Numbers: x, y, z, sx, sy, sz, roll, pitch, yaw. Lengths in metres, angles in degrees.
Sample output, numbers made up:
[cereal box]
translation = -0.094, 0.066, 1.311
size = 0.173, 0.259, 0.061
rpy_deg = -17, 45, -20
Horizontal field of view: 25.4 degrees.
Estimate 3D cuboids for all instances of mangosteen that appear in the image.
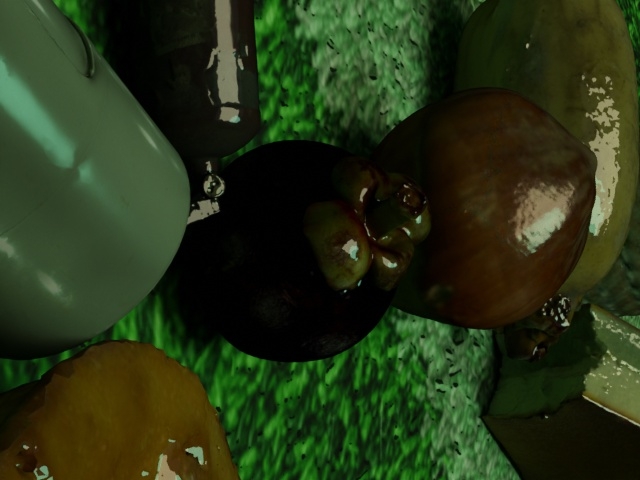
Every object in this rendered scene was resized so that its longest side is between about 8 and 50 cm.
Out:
[mangosteen]
translation = 0.000, 0.000, 0.815
size = 0.137, 0.151, 0.137
rpy_deg = 25, 55, -42

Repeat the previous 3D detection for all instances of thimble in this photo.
[thimble]
translation = 0.313, -0.015, 1.468
size = 0.229, 0.148, 0.196
rpy_deg = 34, 57, -56

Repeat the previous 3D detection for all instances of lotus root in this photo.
[lotus root]
translation = 0.193, -0.067, 1.205
size = 0.151, 0.169, 0.342
rpy_deg = 3, 80, -22

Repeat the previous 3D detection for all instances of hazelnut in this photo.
[hazelnut]
translation = 0.114, -0.016, 1.028
size = 0.182, 0.182, 0.182
rpy_deg = 18, 70, -62

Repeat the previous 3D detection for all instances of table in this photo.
[table]
translation = -0.154, -0.061, 0.537
size = 0.220, 0.126, 0.126
rpy_deg = 55, 39, -46

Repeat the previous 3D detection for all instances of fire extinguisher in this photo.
[fire extinguisher]
translation = -0.080, -0.131, 0.774
size = 0.089, 0.072, 0.267
rpy_deg = -3, 88, -29

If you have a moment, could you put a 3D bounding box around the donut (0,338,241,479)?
[donut]
translation = -0.108, 0.180, 0.570
size = 0.277, 0.108, 0.277
rpy_deg = -7, 90, -77

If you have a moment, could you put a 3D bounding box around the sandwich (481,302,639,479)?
[sandwich]
translation = 0.270, 0.146, 1.269
size = 0.186, 0.220, 0.108
rpy_deg = 56, 40, -46
